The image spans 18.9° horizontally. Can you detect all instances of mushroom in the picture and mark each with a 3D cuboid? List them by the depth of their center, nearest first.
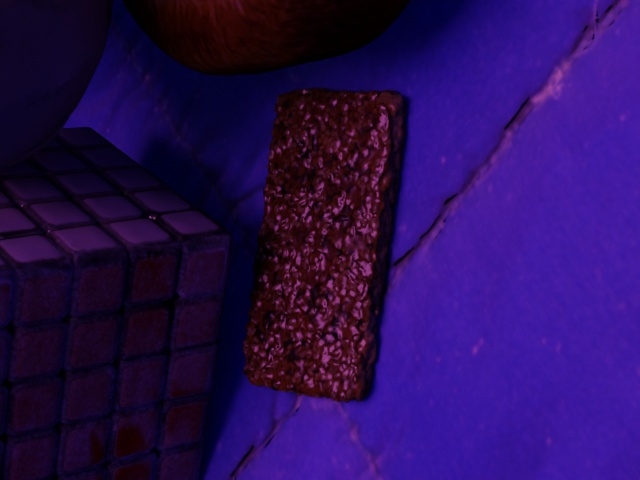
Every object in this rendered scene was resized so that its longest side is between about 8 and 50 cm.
[{"bbox_3d":[-0.067,-0.281,1.357,0.345,0.260,0.345,-13,75,56],"label":"mushroom"}]

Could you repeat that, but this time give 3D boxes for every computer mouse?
[{"bbox_3d":[-0.230,-0.195,1.425,0.429,0.146,0.228,-105,23,-54],"label":"computer mouse"}]

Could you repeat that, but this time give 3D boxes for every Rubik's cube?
[{"bbox_3d":[-0.233,0.064,1.460,0.237,0.238,0.237,35,123,45],"label":"Rubik's cube"}]

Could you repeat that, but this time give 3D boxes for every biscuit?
[{"bbox_3d":[0.000,0.000,1.415,0.131,0.025,0.230,4,87,45],"label":"biscuit"}]
